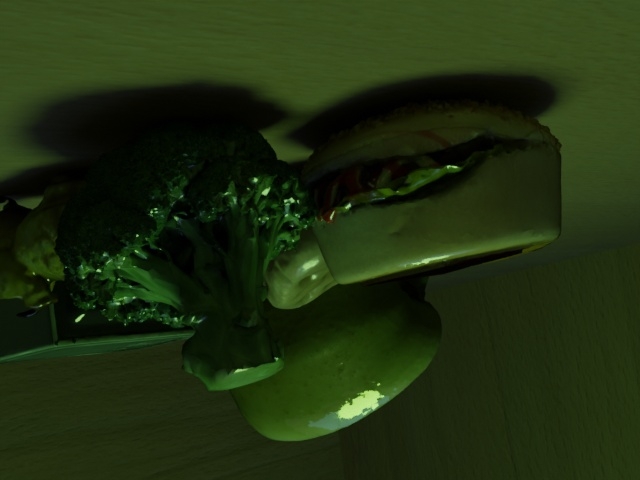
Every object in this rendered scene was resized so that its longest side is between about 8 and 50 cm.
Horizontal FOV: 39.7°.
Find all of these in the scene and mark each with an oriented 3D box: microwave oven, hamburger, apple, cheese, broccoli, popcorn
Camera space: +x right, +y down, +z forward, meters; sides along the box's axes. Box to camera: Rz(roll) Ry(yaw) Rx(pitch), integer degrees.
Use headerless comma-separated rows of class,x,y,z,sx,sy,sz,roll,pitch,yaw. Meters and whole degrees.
microwave oven,-0.338,0.075,1.326,0.238,0.181,0.295,-17,168,39
hamburger,0.124,-0.051,0.970,0.302,0.170,0.302,-11,174,-1
apple,0.008,0.116,1.410,0.360,0.320,0.312,-24,179,27
cheese,0.000,0.000,1.181,0.218,0.117,0.235,-36,165,14
broccoli,-0.116,0.017,0.860,0.270,0.270,0.270,-23,159,-10
popcorn,-0.283,-0.002,1.031,0.195,0.173,0.168,-21,-171,22
